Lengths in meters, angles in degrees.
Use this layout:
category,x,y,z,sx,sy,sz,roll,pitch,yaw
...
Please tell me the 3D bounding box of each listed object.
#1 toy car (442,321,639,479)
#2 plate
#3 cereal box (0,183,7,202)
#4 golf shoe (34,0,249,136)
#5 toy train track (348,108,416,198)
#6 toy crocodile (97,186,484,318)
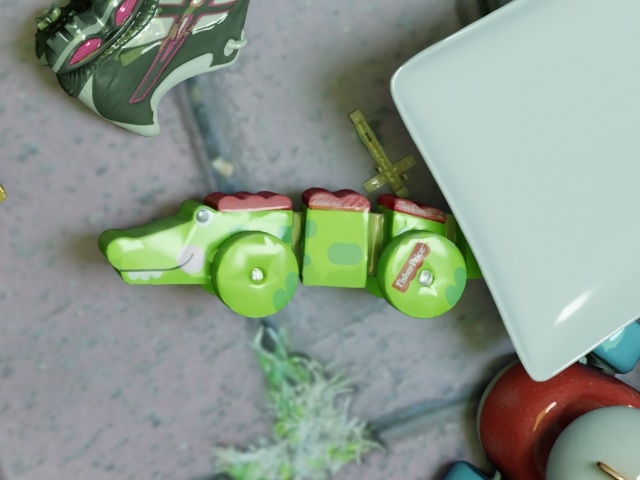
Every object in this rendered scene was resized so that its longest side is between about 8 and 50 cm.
category,x,y,z,sx,sy,sz,roll,pitch,yaw
toy car,0.240,0.191,0.988,0.210,0.238,0.219,37,91,-12
plate,0.214,-0.075,0.968,0.277,0.045,0.278,-32,111,-9
cereal box,-0.380,-0.034,0.930,0.240,0.047,0.173,-37,109,-10
golf shoe,-0.090,-0.203,0.961,0.273,0.105,0.120,-43,118,4
toy train track,0.049,-0.069,1.034,0.048,0.014,0.083,-33,101,-4
toy crocodile,0.000,0.000,0.985,0.340,0.115,0.105,0,97,-12
